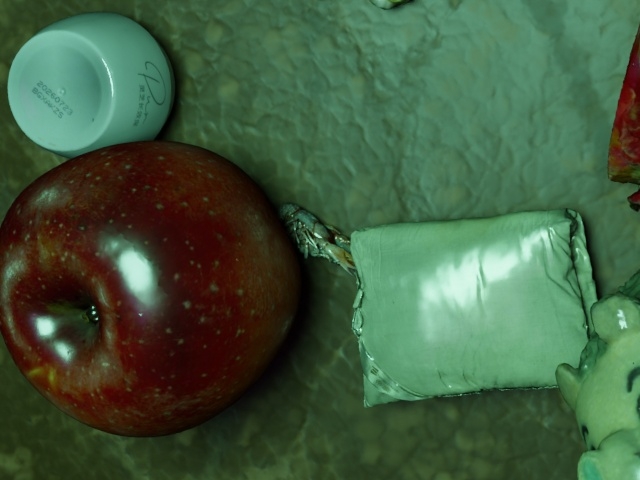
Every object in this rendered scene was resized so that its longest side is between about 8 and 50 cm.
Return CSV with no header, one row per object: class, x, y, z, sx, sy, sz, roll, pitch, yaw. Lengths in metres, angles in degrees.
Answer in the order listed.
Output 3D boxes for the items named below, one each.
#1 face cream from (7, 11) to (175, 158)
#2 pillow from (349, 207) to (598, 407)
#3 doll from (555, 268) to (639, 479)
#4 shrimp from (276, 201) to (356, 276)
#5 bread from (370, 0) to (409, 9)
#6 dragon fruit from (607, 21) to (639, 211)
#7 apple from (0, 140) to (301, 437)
face cream,-0.176,-0.118,0.958,0.117,0.104,0.117,3,101,16
pillow,0.115,0.048,0.908,0.181,0.078,0.134,-5,99,17
doll,0.304,0.163,0.785,0.247,0.247,0.349,-44,77,20
shrimp,0.001,0.002,0.957,0.092,0.038,0.029,28,109,12
bread,0.019,-0.308,0.832,0.262,0.162,0.204,38,99,-7
dragon fruit,0.270,-0.122,0.799,0.163,0.189,0.262,34,116,42
apple,-0.126,0.034,0.913,0.218,0.201,0.218,7,110,19
